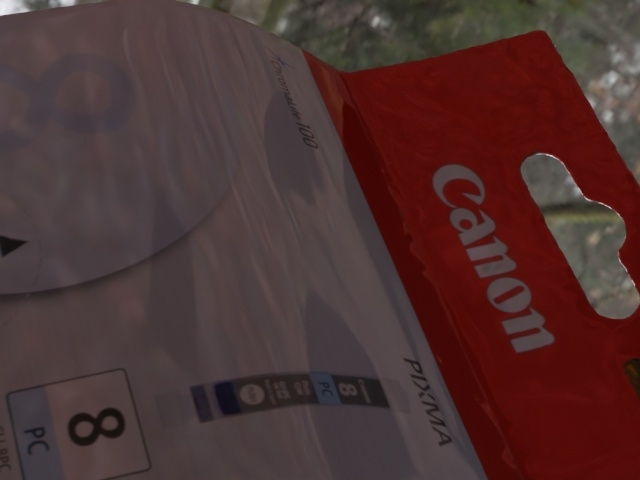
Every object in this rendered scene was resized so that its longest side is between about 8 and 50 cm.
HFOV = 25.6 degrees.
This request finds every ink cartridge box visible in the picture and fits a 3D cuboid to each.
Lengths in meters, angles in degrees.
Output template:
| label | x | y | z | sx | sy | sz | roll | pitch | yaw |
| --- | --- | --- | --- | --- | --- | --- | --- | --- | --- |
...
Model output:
| label | x | y | z | sx | sy | sz | roll | pitch | yaw |
| --- | --- | --- | --- | --- | --- | --- | --- | --- | --- |
| ink cartridge box | 0.000 | 0.000 | 0.685 | 0.385 | 0.091 | 0.308 | -12 | -128 | -13 |
